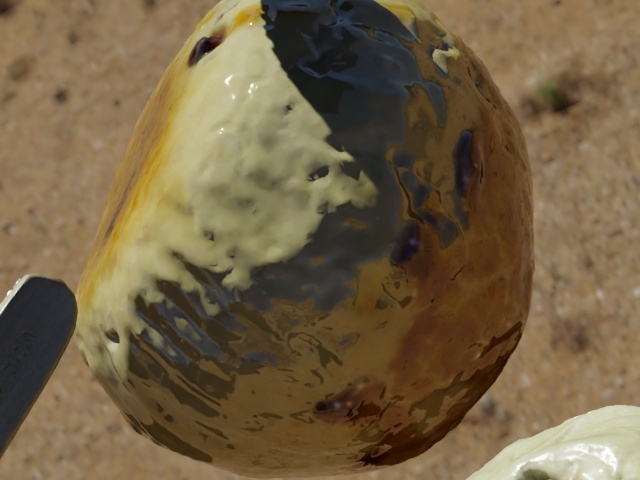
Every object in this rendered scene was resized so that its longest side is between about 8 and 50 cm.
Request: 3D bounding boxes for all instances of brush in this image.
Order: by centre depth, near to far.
[{"bbox_3d":[-0.205,0.149,1.016,0.020,0.085,0.336,-29,30,52],"label":"brush"}]

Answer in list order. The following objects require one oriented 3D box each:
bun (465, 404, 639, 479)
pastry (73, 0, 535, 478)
[{"bbox_3d":[0.232,0.283,1.738,0.364,0.202,0.364,-27,29,16],"label":"bun"},{"bbox_3d":[0.000,0.000,1.504,0.388,0.312,0.388,-56,16,25],"label":"pastry"}]
